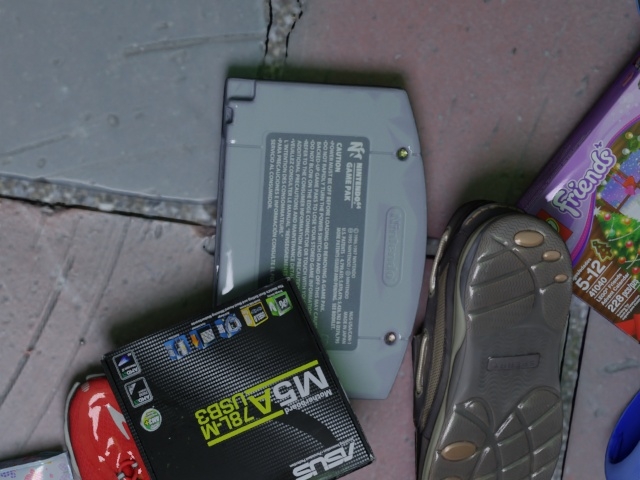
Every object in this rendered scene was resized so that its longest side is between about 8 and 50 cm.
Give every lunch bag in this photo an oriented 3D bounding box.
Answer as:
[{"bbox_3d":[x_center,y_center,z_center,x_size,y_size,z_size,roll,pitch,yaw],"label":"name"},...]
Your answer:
[{"bbox_3d":[-0.264,0.234,1.708,0.083,0.053,0.071,-13,95,1],"label":"lunch bag"}]

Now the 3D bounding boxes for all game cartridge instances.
[{"bbox_3d":[0.000,0.000,1.732,0.196,0.060,0.294,3,95,-7],"label":"game cartridge"}]

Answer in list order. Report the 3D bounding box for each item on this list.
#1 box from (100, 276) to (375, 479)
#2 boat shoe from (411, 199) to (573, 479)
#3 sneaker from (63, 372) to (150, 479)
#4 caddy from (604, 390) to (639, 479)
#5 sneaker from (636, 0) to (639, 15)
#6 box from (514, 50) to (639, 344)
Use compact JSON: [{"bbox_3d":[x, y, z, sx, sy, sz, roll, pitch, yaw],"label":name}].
[{"bbox_3d":[-0.074,0.152,1.657,0.191,0.045,0.184,-22,76,-8],"label":"box"},{"bbox_3d":[0.152,0.126,1.734,0.132,0.130,0.355,3,113,-18],"label":"boat shoe"},{"bbox_3d":[-0.153,0.252,1.694,0.107,0.118,0.279,-20,98,-8],"label":"sneaker"},{"bbox_3d":[0.418,0.143,1.724,0.341,0.241,0.179,-43,107,-4],"label":"caddy"},{"bbox_3d":[0.355,-0.276,1.753,0.067,0.078,0.188,25,93,-12],"label":"sneaker"},{"bbox_3d":[0.335,-0.059,1.752,0.201,0.057,0.293,36,101,-10],"label":"box"}]
